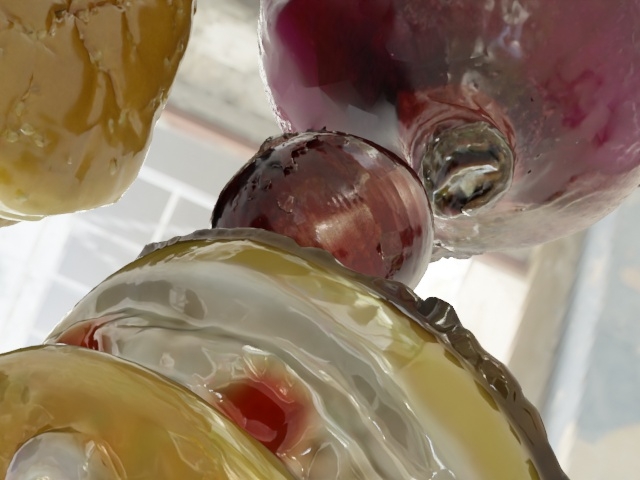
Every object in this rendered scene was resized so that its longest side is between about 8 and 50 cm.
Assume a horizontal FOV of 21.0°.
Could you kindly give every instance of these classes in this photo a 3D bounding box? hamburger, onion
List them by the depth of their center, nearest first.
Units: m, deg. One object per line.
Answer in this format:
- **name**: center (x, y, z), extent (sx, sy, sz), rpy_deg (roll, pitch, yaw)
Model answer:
- **hamburger**: center (-0.036, 0.159, 0.677), extent (0.261, 0.302, 0.186), rpy_deg (-44, 179, 42)
- **onion**: center (0.000, 0.000, 0.932), extent (0.131, 0.131, 0.131), rpy_deg (-156, -90, -84)
- **hamburger**: center (-0.231, -0.158, 1.228), extent (0.158, 0.318, 0.318), rpy_deg (-9, -131, 42)
- **onion**: center (0.114, -0.124, 1.321), extent (0.385, 0.348, 0.347), rpy_deg (-78, -166, -62)
